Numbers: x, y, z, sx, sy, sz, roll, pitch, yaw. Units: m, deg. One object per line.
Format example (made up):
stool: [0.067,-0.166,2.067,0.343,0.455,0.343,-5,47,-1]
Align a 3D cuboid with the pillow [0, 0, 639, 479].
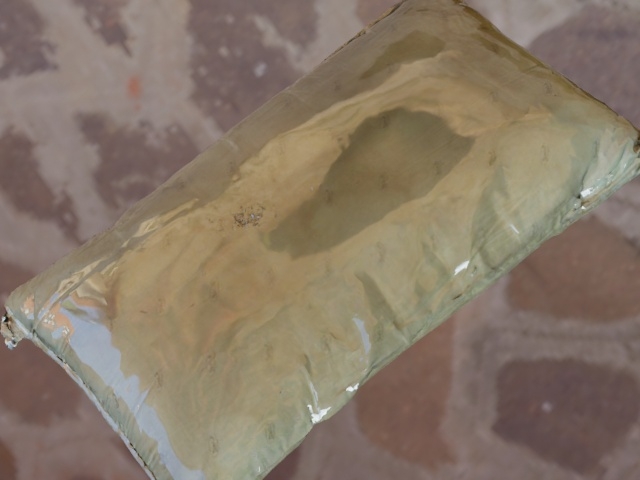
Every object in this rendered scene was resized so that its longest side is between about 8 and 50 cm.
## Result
pillow: [0.000,0.000,0.913,0.185,0.302,0.075,44,166,36]
